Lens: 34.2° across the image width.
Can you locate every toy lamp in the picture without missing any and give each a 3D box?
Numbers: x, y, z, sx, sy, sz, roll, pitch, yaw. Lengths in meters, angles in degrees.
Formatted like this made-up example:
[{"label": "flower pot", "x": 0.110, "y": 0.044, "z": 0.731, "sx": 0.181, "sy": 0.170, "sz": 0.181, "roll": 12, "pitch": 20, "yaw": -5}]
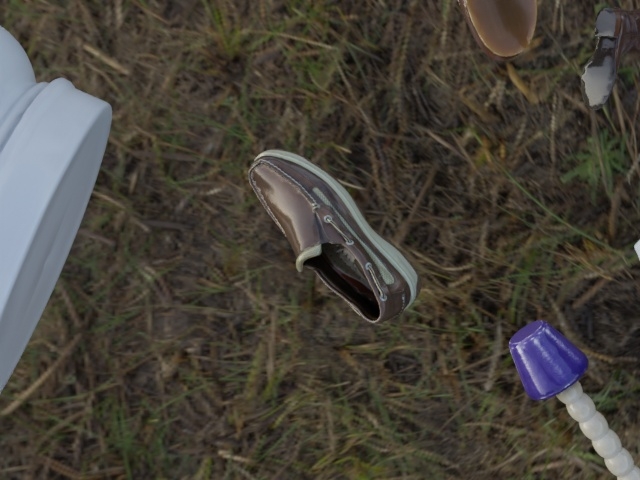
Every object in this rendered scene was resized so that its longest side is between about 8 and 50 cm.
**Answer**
[{"label": "toy lamp", "x": 0.302, "y": 0.209, "z": 1.140, "sx": 0.080, "sy": 0.080, "sz": 0.274, "roll": -35, "pitch": 94, "yaw": 13}]

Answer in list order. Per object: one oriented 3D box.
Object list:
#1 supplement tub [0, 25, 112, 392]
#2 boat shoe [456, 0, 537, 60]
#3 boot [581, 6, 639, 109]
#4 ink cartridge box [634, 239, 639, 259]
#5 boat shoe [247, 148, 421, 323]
[{"label": "supplement tub", "x": -0.188, "y": -0.030, "z": 0.358, "sx": 0.200, "sy": 0.144, "sz": 0.144, "roll": 22, "pitch": 93, "yaw": -6}, {"label": "boat shoe", "x": 0.165, "y": -0.276, "z": 1.047, "sx": 0.073, "sy": 0.073, "sz": 0.206, "roll": -10, "pitch": 83, "yaw": -7}, {"label": "boot", "x": 0.318, "y": -0.191, "z": 1.078, "sx": 0.037, "sy": 0.114, "sz": 0.106, "roll": 24, "pitch": 115, "yaw": 38}, {"label": "ink cartridge box", "x": 0.454, "y": 0.016, "z": 1.035, "sx": 0.114, "sy": 0.273, "sz": 0.197, "roll": -4, "pitch": 60, "yaw": -18}, {"label": "boat shoe", "x": 0.003, "y": -0.005, "z": 1.226, "sx": 0.257, "sy": 0.095, "sz": 0.095, "roll": 41, "pitch": 133, "yaw": 9}]
